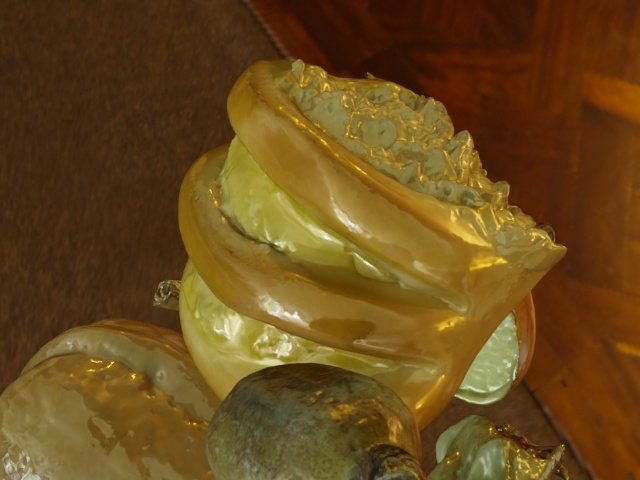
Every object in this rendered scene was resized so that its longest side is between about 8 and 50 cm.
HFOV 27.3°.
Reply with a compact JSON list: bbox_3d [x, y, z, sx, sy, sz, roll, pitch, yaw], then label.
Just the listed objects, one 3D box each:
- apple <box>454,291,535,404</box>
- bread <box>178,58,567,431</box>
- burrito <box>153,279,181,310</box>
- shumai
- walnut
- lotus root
[{"bbox_3d":[0.138,0.030,1.563,0.179,0.254,0.346,-36,97,-11],"label":"apple"},{"bbox_3d":[0.000,0.000,1.010,0.211,0.270,0.316,27,19,-36],"label":"bread"},{"bbox_3d":[-0.136,0.085,1.805,0.185,0.041,0.045,11,43,-24],"label":"burrito"},{"bbox_3d":[0.173,0.267,1.199,0.256,0.189,0.218,15,65,-28],"label":"shumai"},{"bbox_3d":[-0.233,0.274,1.657,0.381,0.381,0.381,5,67,-13],"label":"walnut"},{"bbox_3d":[0.002,0.125,0.783,0.113,0.192,0.088,-36,110,-19],"label":"lotus root"}]
